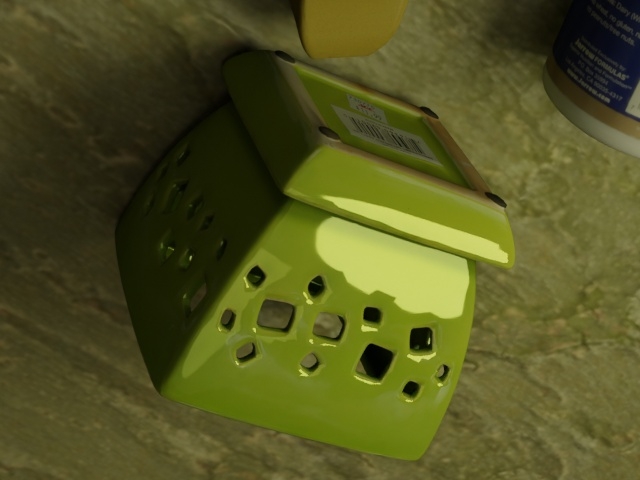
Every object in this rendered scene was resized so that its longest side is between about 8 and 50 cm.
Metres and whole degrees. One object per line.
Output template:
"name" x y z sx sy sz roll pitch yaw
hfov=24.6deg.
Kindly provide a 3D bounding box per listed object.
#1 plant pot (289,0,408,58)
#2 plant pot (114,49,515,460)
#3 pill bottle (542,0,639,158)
"plant pot" 0.014 -0.177 1.051 0.081 0.081 0.083 -5 141 -12
"plant pot" 0.000 0.000 1.093 0.228 0.227 0.207 19 114 -27
"pill bottle" 0.277 -0.199 1.056 0.153 0.153 0.265 8 124 -21
